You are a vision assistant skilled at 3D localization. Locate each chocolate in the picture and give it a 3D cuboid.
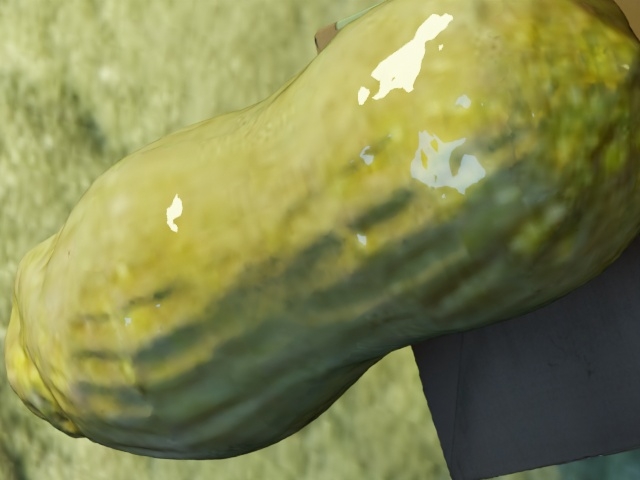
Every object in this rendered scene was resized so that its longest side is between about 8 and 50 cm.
[{"bbox_3d":[0.000,0.000,0.698,0.309,0.134,0.134,-27,81,36],"label":"chocolate"}]

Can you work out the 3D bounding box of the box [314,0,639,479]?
[{"bbox_3d":[0.119,-0.025,0.729,0.215,0.086,0.215,-18,86,40],"label":"box"}]
